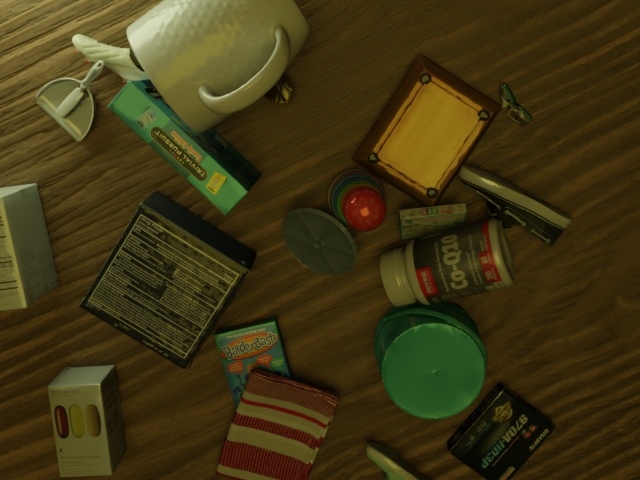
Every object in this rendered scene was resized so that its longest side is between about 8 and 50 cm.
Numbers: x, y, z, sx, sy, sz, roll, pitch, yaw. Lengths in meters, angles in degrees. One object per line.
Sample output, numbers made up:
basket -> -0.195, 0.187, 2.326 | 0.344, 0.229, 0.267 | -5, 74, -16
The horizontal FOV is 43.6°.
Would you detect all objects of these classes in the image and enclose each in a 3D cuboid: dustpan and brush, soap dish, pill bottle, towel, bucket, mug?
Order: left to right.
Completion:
dustpan and brush -> -0.562, -0.344, 1.865 | 0.147, 0.060, 0.211 | 44, 106, -7
mug -> -0.185, -0.401, 1.677 | 0.328, 0.374, 0.276 | -33, 134, 8
towel -> -0.112, 0.494, 2.026 | 0.237, 0.037, 0.329 | 18, 111, -7
soap dish -> 0.245, -0.243, 1.839 | 0.229, 0.118, 0.291 | 32, 103, -5
bucket -> 0.264, 0.281, 1.921 | 0.281, 0.183, 0.281 | 0, 102, 2
pill bottle -> 0.293, 0.059, 1.859 | 0.283, 0.161, 0.161 | -16, 102, 21

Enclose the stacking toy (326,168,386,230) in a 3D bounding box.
stacking toy -> 0.088, -0.085, 1.766 | 0.141, 0.330, 0.141 | 0, 96, -1

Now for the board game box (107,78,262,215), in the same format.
board game box -> -0.292, -0.218, 1.796 | 0.336, 0.254, 0.079 | 43, 101, -7

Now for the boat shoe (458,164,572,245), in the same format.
boat shoe -> 0.440, -0.077, 1.872 | 0.301, 0.108, 0.102 | 25, 109, -17

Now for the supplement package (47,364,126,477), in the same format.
supplement package -> -0.586, 0.452, 2.016 | 0.139, 0.134, 0.244 | -4, 102, 3

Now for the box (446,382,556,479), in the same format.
box -> 0.456, 0.496, 2.030 | 0.175, 0.051, 0.220 | 37, 101, -6

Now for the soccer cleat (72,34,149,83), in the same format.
soccer cleat -> -0.476, -0.425, 1.849 | 0.196, 0.068, 0.076 | 33, 118, -13

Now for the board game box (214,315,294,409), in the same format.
board game box -> -0.162, 0.309, 2.013 | 0.160, 0.047, 0.210 | -14, 101, 5

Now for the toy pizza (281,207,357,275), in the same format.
toy pizza -> 0.000, 0.000, 1.903 | 0.201, 0.032, 0.201 | 19, 136, 20

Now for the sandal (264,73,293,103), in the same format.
sandal -> -0.139, -0.375, 1.863 | 0.180, 0.049, 0.072 | 26, 95, 11

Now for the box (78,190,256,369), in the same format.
box -> -0.353, 0.089, 1.902 | 0.296, 0.183, 0.294 | 33, 103, -7

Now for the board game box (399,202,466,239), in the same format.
board game box -> 0.265, -0.043, 1.895 | 0.154, 0.103, 0.026 | -5, 61, 3

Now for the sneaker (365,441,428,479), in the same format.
sneaker -> 0.180, 0.638, 2.046 | 0.256, 0.094, 0.151 | 42, 95, -9

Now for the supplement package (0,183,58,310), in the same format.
supplement package -> -0.773, 0.018, 1.893 | 0.198, 0.199, 0.262 | -7, 102, 4

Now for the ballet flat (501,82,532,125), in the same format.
ballet flat -> 0.444, -0.312, 1.858 | 0.041, 0.041, 0.114 | -38, 98, 9
